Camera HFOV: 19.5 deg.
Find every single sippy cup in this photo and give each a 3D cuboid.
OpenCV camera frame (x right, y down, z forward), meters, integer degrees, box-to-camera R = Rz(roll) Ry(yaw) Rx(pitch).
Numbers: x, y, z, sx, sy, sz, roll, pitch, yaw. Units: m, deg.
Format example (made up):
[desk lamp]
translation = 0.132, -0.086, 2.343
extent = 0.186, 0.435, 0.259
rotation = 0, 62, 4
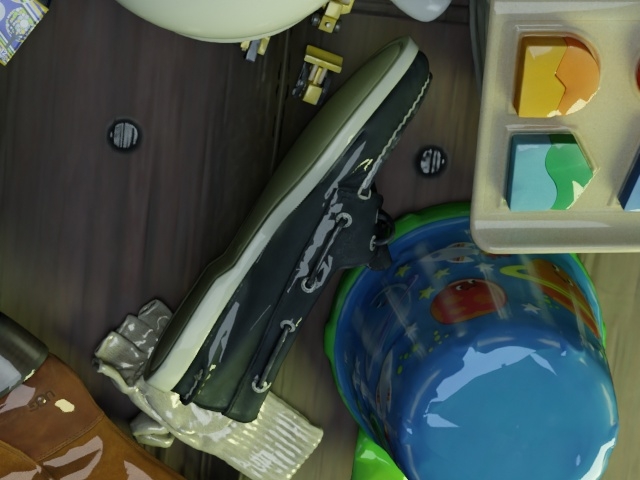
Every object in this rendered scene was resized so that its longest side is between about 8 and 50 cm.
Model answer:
[sippy cup]
translation = 0.130, 0.110, 1.464
extent = 0.240, 0.224, 0.305
rotation = -5, 109, -4

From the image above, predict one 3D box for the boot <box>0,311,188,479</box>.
[boot]
translation = -0.245, 0.230, 1.525
extent = 0.264, 0.096, 0.280
rotation = -43, 106, 6

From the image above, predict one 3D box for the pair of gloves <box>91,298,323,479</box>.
[pair of gloves]
translation = -0.141, 0.182, 1.555
extent = 0.240, 0.042, 0.204
rotation = -43, 106, 8

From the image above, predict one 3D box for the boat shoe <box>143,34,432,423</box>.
[boat shoe]
translation = 0.000, 0.001, 1.456
extent = 0.113, 0.127, 0.340
rotation = 35, 93, -12

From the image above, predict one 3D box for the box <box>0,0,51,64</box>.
[box]
translation = -0.289, -0.210, 1.408
extent = 0.169, 0.054, 0.059
rotation = 37, 100, -15

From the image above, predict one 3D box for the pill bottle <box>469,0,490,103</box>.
[pill bottle]
translation = 0.275, -0.153, 1.422
extent = 0.301, 0.169, 0.169
rotation = -10, 108, -3

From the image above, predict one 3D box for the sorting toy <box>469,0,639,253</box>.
[sorting toy]
translation = 0.210, -0.086, 1.330
extent = 0.193, 0.038, 0.208
rotation = -1, 115, -6

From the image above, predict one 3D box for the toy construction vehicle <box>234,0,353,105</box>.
[toy construction vehicle]
translation = -0.018, -0.161, 1.461
extent = 0.086, 0.035, 0.098
rotation = 21, 104, -12

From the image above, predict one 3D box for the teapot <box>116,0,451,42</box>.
[teapot]
translation = -0.074, -0.235, 1.355
extent = 0.252, 0.256, 0.187
rotation = -30, 150, -17
